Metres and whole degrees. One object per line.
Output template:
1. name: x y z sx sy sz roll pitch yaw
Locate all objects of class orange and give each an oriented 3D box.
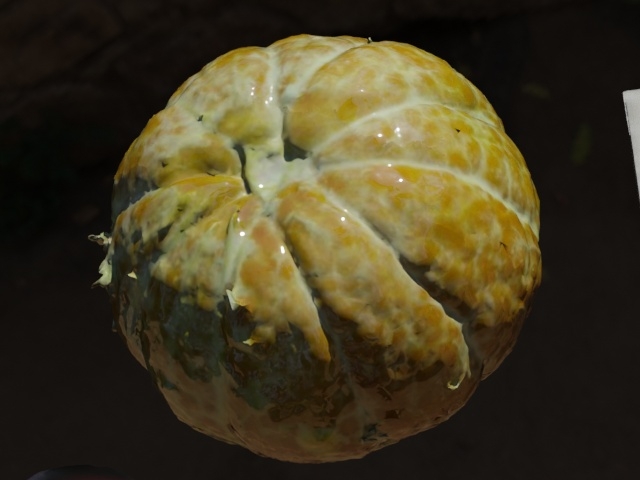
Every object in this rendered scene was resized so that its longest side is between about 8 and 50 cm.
1. orange: 0.000 0.000 1.384 0.329 0.249 0.329 -8 65 17

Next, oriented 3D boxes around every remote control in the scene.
1. remote control: 0.215 -0.001 1.197 0.022 0.077 0.245 -10 46 11

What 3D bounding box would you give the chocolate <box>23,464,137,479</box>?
1. chocolate: -0.036 0.126 0.432 0.133 0.127 0.124 37 106 31
